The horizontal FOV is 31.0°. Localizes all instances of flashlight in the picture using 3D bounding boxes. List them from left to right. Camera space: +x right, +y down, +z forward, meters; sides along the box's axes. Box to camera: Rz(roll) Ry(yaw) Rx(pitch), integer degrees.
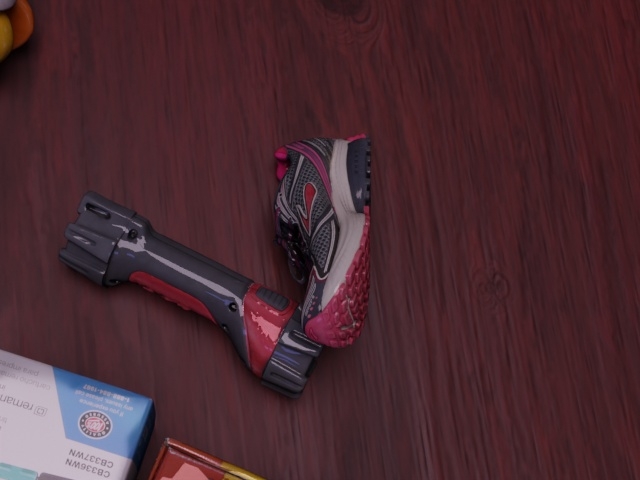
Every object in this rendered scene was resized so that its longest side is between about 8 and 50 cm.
[{"bbox_3d":[-0.137,0.063,1.257,0.304,0.103,0.103,25,73,4],"label":"flashlight"}]

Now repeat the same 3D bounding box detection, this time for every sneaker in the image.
[{"bbox_3d":[0.000,0.000,1.254,0.112,0.121,0.299,0,40,2],"label":"sneaker"}]

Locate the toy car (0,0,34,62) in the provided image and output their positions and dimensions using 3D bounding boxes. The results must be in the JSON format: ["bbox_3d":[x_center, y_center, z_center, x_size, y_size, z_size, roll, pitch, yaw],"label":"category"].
[{"bbox_3d":[-0.407,-0.274,1.300,0.182,0.159,0.136,32,37,2],"label":"toy car"}]

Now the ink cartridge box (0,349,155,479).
[{"bbox_3d":[-0.296,0.265,1.112,0.198,0.197,0.270,18,72,-3],"label":"ink cartridge box"}]

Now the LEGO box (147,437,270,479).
[{"bbox_3d":[0.011,0.459,1.055,0.500,0.193,0.373,23,70,3],"label":"LEGO box"}]
